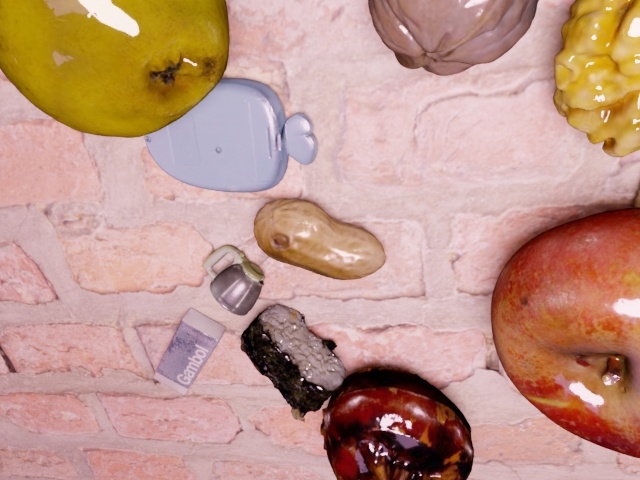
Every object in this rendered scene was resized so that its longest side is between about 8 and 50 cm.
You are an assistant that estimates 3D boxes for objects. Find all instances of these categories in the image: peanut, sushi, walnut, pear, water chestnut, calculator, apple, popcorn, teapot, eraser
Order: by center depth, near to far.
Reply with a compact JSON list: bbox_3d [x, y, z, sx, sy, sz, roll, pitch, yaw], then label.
[{"bbox_3d":[0.155,-0.312,0.497,0.223,0.224,0.225,5,118,9],"label":"walnut"},{"bbox_3d":[0.384,-0.199,0.501,0.225,0.200,0.203,16,105,-40],"label":"popcorn"},{"bbox_3d":[-0.298,-0.298,0.565,0.375,0.287,0.288,35,119,10],"label":"pear"},{"bbox_3d":[0.421,0.117,0.588,0.348,0.276,0.349,26,133,32],"label":"apple"},{"bbox_3d":[-0.154,-0.170,0.721,0.302,0.042,0.189,4,116,13],"label":"calculator"},{"bbox_3d":[0.000,0.000,0.738,0.236,0.110,0.120,19,110,0],"label":"peanut"},{"bbox_3d":[0.138,0.396,0.820,0.299,0.300,0.301,5,118,9],"label":"water chestnut"},{"bbox_3d":[-0.162,0.072,0.823,0.124,0.092,0.091,39,101,-16],"label":"teapot"},{"bbox_3d":[-0.053,0.229,0.860,0.212,0.147,0.115,42,125,9],"label":"sushi"},{"bbox_3d":[-0.294,0.252,0.963,0.091,0.046,0.213,31,118,-5],"label":"eraser"}]

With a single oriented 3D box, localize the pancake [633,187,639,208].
[{"bbox_3d":[0.644,-0.086,0.574,0.385,0.082,0.388,5,113,12],"label":"pancake"}]
